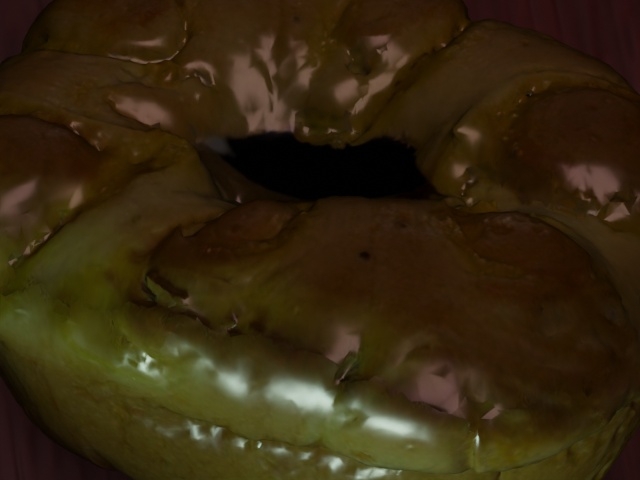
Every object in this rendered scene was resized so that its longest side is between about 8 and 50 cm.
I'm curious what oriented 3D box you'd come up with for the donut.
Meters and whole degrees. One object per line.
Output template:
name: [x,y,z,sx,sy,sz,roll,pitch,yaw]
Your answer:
donut: [0.000,0.000,0.608,0.261,0.128,0.208,23,50,20]
